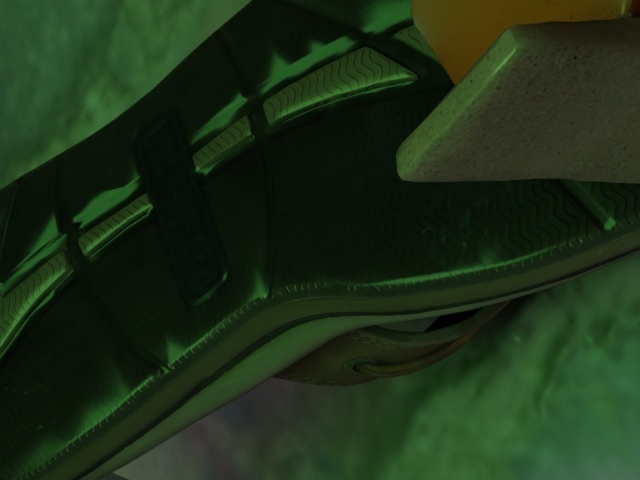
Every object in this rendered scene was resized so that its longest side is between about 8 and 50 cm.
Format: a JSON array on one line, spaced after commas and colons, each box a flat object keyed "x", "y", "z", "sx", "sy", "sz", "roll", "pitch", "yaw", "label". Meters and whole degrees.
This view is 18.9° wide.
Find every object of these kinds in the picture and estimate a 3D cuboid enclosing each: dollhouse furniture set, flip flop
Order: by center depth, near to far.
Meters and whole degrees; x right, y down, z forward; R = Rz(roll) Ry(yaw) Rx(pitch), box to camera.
[{"x": 0.031, "y": -0.178, "z": 0.374, "sx": 0.259, "sy": 0.135, "sz": 0.262, "roll": -48, "pitch": 61, "yaw": 36, "label": "dollhouse furniture set"}, {"x": 0.000, "y": 0.000, "z": 0.519, "sx": 0.277, "sy": 0.080, "sz": 0.112, "roll": -30, "pitch": 59, "yaw": 24, "label": "flip flop"}]

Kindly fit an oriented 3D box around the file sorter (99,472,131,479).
[{"x": -0.143, "y": 0.196, "z": 0.523, "sx": 0.193, "sy": 0.278, "sz": 0.173, "roll": 23, "pitch": 124, "yaw": -3, "label": "file sorter"}]
